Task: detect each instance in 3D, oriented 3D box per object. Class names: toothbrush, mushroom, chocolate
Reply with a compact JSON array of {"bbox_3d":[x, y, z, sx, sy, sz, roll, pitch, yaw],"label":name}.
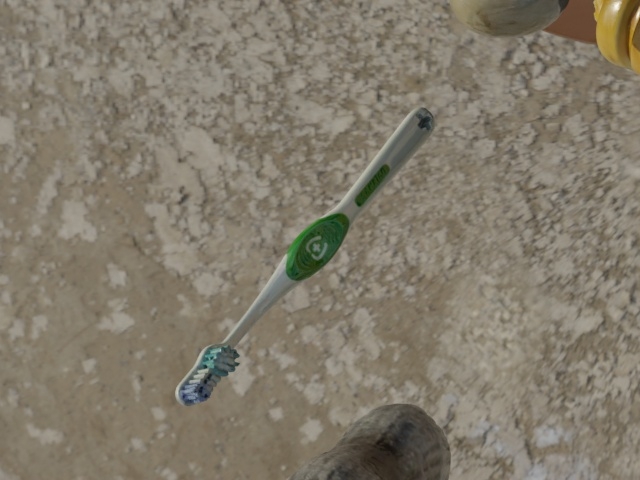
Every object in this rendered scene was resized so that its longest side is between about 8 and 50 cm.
[{"bbox_3d":[-0.001,0.000,0.681,0.030,0.304,0.030,27,146,20],"label":"toothbrush"},{"bbox_3d":[0.129,-0.183,0.668,0.085,0.085,0.079,-10,66,24],"label":"mushroom"},{"bbox_3d":[0.044,0.222,0.897,0.110,0.248,0.110,7,105,28],"label":"chocolate"}]

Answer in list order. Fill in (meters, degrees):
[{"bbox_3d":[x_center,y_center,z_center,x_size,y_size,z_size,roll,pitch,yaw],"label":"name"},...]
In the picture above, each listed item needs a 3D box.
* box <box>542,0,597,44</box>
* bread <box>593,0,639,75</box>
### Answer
[{"bbox_3d":[0.273,-0.331,0.895,0.300,0.216,0.301,21,141,19],"label":"box"},{"bbox_3d":[0.290,-0.165,0.724,0.119,0.084,0.177,-44,51,-3],"label":"bread"}]
